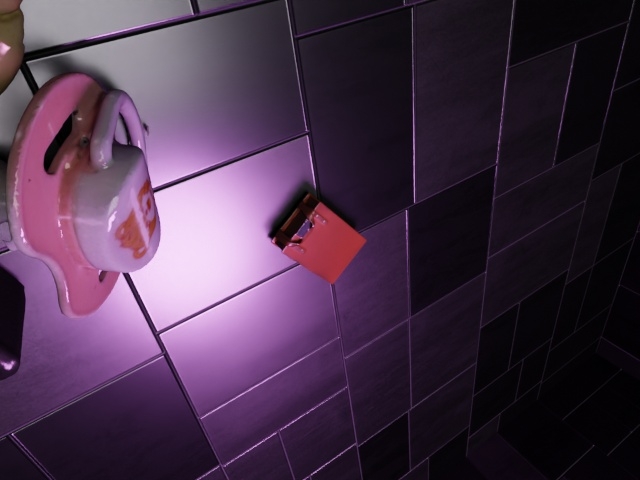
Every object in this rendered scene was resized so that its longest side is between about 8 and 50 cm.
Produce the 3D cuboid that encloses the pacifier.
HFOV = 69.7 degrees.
[{"bbox_3d":[-0.316,-0.048,0.576,0.273,0.220,0.332,-23,151,-23],"label":"pacifier"}]

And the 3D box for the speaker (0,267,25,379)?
[{"bbox_3d":[-0.545,0.040,0.501,0.184,0.180,0.388,-35,131,-5],"label":"speaker"}]

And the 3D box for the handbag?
[{"bbox_3d":[0.000,0.000,0.950,0.127,0.063,0.190,-52,138,2],"label":"handbag"}]

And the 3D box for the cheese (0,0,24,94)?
[{"bbox_3d":[-0.431,-0.224,0.464,0.226,0.117,0.214,-49,138,6],"label":"cheese"}]
